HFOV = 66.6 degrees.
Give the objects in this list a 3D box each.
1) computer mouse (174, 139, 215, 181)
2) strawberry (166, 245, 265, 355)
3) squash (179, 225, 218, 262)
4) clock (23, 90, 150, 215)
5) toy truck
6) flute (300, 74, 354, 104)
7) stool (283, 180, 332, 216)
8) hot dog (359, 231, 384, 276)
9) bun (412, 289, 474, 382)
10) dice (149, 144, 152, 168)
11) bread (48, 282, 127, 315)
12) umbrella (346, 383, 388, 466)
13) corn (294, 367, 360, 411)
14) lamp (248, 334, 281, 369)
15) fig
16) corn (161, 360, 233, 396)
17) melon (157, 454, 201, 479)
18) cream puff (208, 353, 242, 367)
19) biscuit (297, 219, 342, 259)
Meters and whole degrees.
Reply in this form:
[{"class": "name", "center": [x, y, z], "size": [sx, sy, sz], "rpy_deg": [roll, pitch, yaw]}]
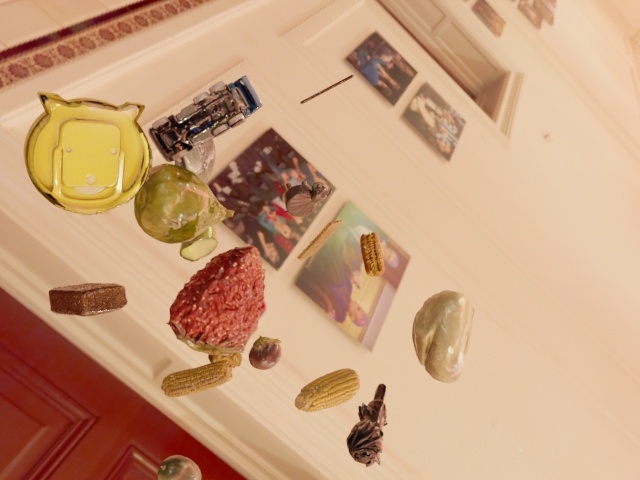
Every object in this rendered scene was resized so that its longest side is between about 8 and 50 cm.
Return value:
[{"class": "computer mouse", "center": [-0.539, -0.353, 2.118], "size": [0.188, 0.121, 0.371], "rpy_deg": [-47, 163, -35]}, {"class": "strawberry", "center": [-0.312, 0.178, 1.508], "size": [0.292, 0.291, 0.344], "rpy_deg": [-34, -145, 58]}, {"class": "squash", "center": [-0.426, -0.069, 1.770], "size": [0.137, 0.137, 0.288], "rpy_deg": [-39, -139, 44]}, {"class": "clock", "center": [-0.557, -0.208, 1.176], "size": [0.071, 0.276, 0.294], "rpy_deg": [35, -66, 46]}, {"class": "toy truck", "center": [-0.373, -0.399, 1.608], "size": [0.367, 0.146, 0.175], "rpy_deg": [-29, -169, 0]}, {"class": "flute", "center": [0.020, -0.564, 1.827], "size": [0.269, 0.014, 0.014], "rpy_deg": [-14, -150, 42]}, {"class": "stool", "center": [-0.058, -0.178, 1.924], "size": [0.217, 0.125, 0.121], "rpy_deg": [-27, -136, 16]}, {"class": "hot dog", "center": [0.177, 0.050, 1.675], "size": [0.045, 0.071, 0.165], "rpy_deg": [86, -3, -64]}, {"class": "bun", "center": [0.467, 0.363, 1.888], "size": [0.219, 0.366, 0.365], "rpy_deg": [8, -141, 24]}, {"class": "dice", "center": [-0.690, -0.296, 1.772], "size": [0.129, 0.130, 0.120], "rpy_deg": [-91, -175, -49]}, {"class": "bread", "center": [-0.895, 0.225, 1.862], "size": [0.165, 0.113, 0.416], "rpy_deg": [-11, -176, -43]}, {"class": "umbrella", "center": [0.165, 0.555, 1.515], "size": [0.118, 0.118, 0.340], "rpy_deg": [-44, -179, 26]}, {"class": "corn", "center": [0.040, 0.587, 1.916], "size": [0.346, 0.130, 0.130], "rpy_deg": [-1, 146, -49]}, {"class": "lamp", "center": [-0.261, 0.514, 2.242], "size": [0.156, 0.135, 0.157], "rpy_deg": [-16, -142, 11]}, {"class": "fig", "center": [-0.400, -0.082, 1.439], "size": [0.233, 0.314, 0.233], "rpy_deg": [-30, -140, 28]}, {"class": "corn", "center": [-0.329, 0.371, 1.300], "size": [0.207, 0.068, 0.068], "rpy_deg": [-16, -165, 9]}, {"class": "melon", "center": [-0.457, 0.758, 1.573], "size": [0.114, 0.167, 0.114], "rpy_deg": [-21, -140, 19]}, {"class": "cream puff", "center": [-0.347, 0.403, 1.795], "size": [0.146, 0.116, 0.147], "rpy_deg": [-167, -90, -70]}, {"class": "biscuit", "center": [0.000, 0.000, 2.362], "size": [0.254, 0.029, 0.172], "rpy_deg": [-47, 169, 21]}]
